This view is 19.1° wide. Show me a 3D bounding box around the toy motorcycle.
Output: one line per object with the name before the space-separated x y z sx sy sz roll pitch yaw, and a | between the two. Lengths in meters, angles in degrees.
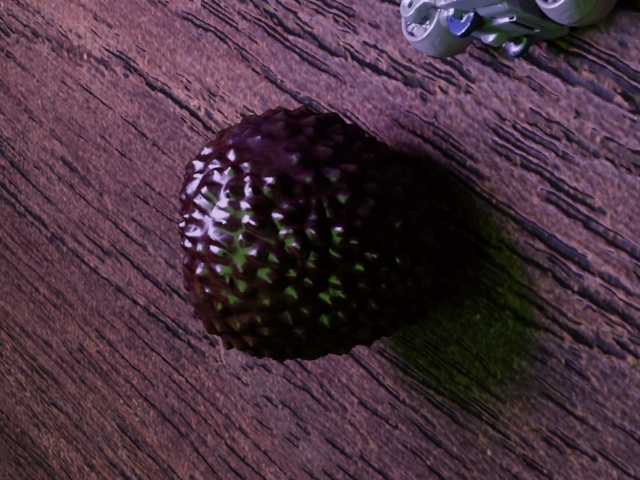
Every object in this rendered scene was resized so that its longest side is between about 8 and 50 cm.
toy motorcycle | 0.156 -0.215 1.584 0.254 0.112 0.112 -7 96 57

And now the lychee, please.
lychee | 0.000 0.000 1.761 0.271 0.271 0.271 24 120 49
